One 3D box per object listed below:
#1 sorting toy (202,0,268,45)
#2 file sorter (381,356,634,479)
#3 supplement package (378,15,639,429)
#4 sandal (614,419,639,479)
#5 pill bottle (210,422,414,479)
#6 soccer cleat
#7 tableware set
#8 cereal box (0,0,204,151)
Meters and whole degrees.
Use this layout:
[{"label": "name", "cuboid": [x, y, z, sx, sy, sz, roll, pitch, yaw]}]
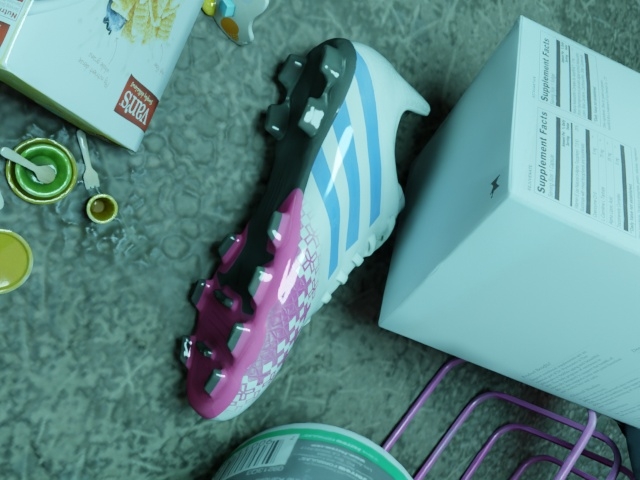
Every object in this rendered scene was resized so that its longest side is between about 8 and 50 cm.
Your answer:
[{"label": "sorting toy", "cuboid": [-0.052, -0.199, 0.496, 0.045, 0.075, 0.083, 14, 91, -33]}, {"label": "file sorter", "cuboid": [0.222, 0.288, 0.684, 0.182, 0.202, 0.290, -47, 119, -17]}, {"label": "supplement package", "cuboid": [0.219, -0.003, 0.539, 0.263, 0.199, 0.198, 22, 53, -8]}, {"label": "sandal", "cuboid": [0.306, 0.169, 0.646, 0.097, 0.054, 0.254, 47, 34, -18]}, {"label": "pill bottle", "cuboid": [-0.035, 0.287, 0.413, 0.204, 0.361, 0.204, 3, 103, 11]}, {"label": "soccer cleat", "cuboid": [0.000, 0.000, 0.542, 0.143, 0.116, 0.331, 23, 87, -32]}, {"label": "tableware set", "cuboid": [-0.222, -0.013, 0.457, 0.154, 0.024, 0.104, -20, 109, -28]}, {"label": "cereal box", "cuboid": [-0.118, -0.189, 0.411, 0.047, 0.173, 0.240, 21, 87, 8]}]
